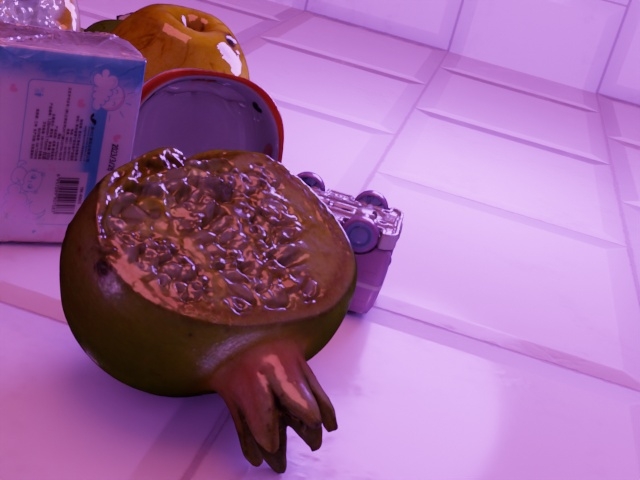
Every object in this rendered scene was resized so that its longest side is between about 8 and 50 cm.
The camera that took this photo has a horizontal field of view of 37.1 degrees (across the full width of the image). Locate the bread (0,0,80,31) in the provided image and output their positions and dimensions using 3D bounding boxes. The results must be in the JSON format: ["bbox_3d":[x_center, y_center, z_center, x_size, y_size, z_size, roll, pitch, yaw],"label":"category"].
[{"bbox_3d":[-0.585,-0.401,1.622,0.245,0.329,0.424,12,18,13],"label":"bread"}]

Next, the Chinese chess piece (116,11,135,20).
[{"bbox_3d":[-0.338,-0.418,2.098,0.257,0.104,0.257,12,24,-5],"label":"Chinese chess piece"}]

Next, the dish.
[{"bbox_3d":[-0.184,-0.134,1.396,0.256,0.256,0.117,4,10,-22],"label":"dish"}]

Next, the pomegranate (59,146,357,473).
[{"bbox_3d":[-0.112,0.080,0.997,0.310,0.216,0.358,-6,60,-39],"label":"pomegranate"}]

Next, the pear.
[{"bbox_3d":[-0.244,-0.248,1.555,0.281,0.280,0.280,12,23,-5],"label":"pear"}]

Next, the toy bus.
[{"bbox_3d":[0.000,0.000,1.295,0.202,0.142,0.142,17,23,5],"label":"toy bus"}]

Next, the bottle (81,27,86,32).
[{"bbox_3d":[-0.452,-0.356,1.878,0.260,0.112,0.112,17,23,6],"label":"bottle"}]

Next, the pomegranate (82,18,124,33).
[{"bbox_3d":[-0.371,-0.294,1.725,0.179,0.179,0.210,15,54,1],"label":"pomegranate"}]

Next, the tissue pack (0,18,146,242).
[{"bbox_3d":[-0.348,-0.135,1.235,0.201,0.271,0.124,2,25,-28],"label":"tissue pack"}]
